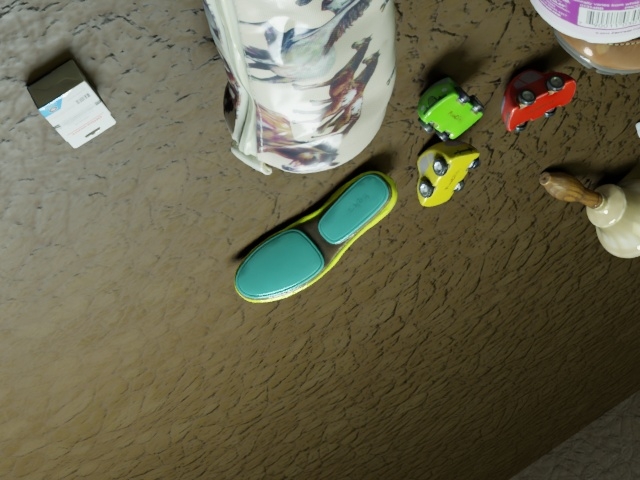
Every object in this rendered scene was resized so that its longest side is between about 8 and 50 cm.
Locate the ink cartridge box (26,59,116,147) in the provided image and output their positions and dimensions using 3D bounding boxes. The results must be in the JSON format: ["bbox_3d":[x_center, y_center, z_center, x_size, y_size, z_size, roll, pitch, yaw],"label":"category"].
[{"bbox_3d":[-0.220,-0.120,1.214,0.048,0.028,0.083,-32,155,-1],"label":"ink cartridge box"}]

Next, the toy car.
[{"bbox_3d":[0.170,-0.146,1.600,0.239,0.053,0.225,-40,154,15],"label":"toy car"}]

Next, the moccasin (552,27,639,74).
[{"bbox_3d":[0.411,-0.290,1.510,0.380,0.139,0.147,-20,152,-26],"label":"moccasin"}]

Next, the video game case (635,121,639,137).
[{"bbox_3d":[0.612,-0.181,2.013,0.204,0.025,0.285,-23,163,31],"label":"video game case"}]

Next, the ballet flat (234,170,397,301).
[{"bbox_3d":[0.000,0.000,1.655,0.231,0.077,0.077,-37,172,6],"label":"ballet flat"}]

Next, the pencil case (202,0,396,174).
[{"bbox_3d":[-0.030,-0.205,1.119,0.183,0.160,0.410,-37,157,-12],"label":"pencil case"}]

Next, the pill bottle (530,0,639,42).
[{"bbox_3d":[0.269,-0.322,1.242,0.169,0.169,0.301,-30,157,-5],"label":"pill bottle"}]

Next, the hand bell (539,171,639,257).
[{"bbox_3d":[0.395,-0.062,2.001,0.242,0.126,0.126,19,126,-44],"label":"hand bell"}]
